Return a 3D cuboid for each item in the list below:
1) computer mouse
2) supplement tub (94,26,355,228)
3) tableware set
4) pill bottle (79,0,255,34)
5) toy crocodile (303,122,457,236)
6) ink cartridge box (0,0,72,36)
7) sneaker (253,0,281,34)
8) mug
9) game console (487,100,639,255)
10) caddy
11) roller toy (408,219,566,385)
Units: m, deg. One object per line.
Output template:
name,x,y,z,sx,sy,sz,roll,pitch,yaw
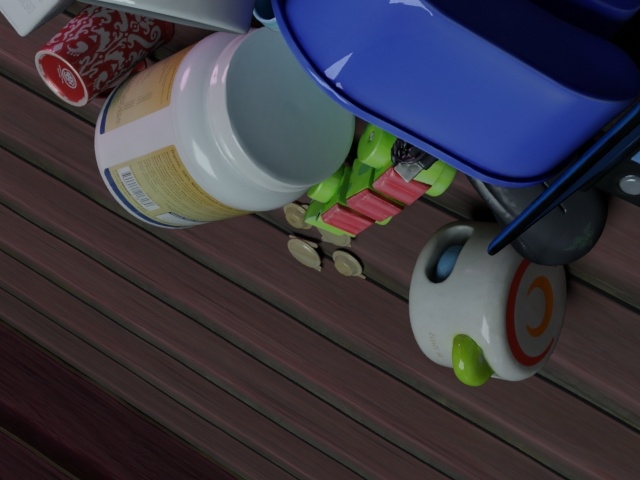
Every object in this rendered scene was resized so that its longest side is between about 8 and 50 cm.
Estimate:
computer mouse,0.222,-0.064,0.984,0.272,0.188,0.072,44,-175,-24
supplement tub,-0.128,-0.142,1.172,0.316,0.228,0.228,-8,126,51
tableware set,0.000,0.000,1.426,0.141,0.020,0.169,22,146,29
pill bottle,-0.108,-0.362,0.723,0.204,0.204,0.361,18,102,30
toy crocodile,0.069,-0.068,1.152,0.115,0.105,0.340,24,154,-19
ink cartridge box,-0.391,-0.465,1.154,0.385,0.091,0.308,-16,116,51
sneaker,-0.012,-0.252,0.969,0.135,0.150,0.366,9,146,43
mug,-0.289,-0.256,1.248,0.113,0.169,0.150,5,135,41
game console,0.332,-0.061,0.805,0.250,0.173,0.293,24,150,-6
caddy,0.122,-0.194,0.809,0.341,0.241,0.179,26,145,-17
roller toy,0.208,0.072,1.143,0.146,0.209,0.191,7,98,41
